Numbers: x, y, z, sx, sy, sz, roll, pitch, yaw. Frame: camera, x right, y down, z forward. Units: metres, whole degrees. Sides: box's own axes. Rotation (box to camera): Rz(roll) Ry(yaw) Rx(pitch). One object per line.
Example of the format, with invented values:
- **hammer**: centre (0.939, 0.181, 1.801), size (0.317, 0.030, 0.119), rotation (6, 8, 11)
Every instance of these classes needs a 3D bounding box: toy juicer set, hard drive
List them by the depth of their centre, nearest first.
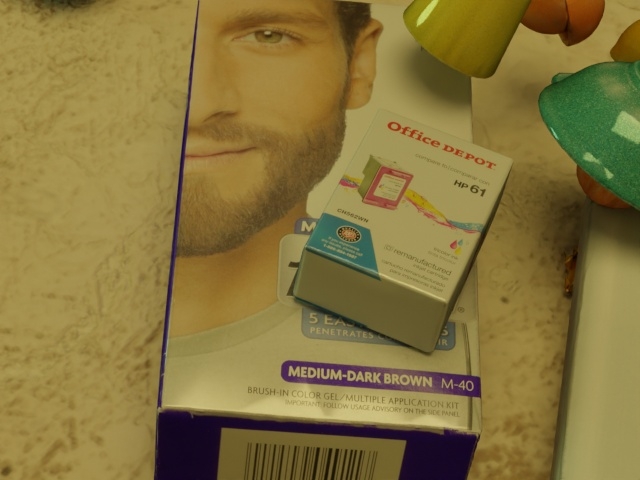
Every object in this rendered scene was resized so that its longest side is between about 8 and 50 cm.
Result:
- **hard drive**: centre (0.258, 0.101, 1.123), size (0.233, 0.047, 0.353), rotation (14, 41, 2)
- **toy juicer set**: centre (0.215, -0.067, 1.223), size (0.329, 0.089, 0.209), rotation (41, 27, 12)

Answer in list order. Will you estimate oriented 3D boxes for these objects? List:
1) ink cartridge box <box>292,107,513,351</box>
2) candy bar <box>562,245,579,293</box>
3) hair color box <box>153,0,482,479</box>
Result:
- **ink cartridge box**: centre (0.049, -0.008, 1.102), size (0.088, 0.052, 0.122), rotation (22, 50, 8)
- **candy bar**: centre (0.235, 0.037, 1.244), size (0.161, 0.018, 0.040), rotation (14, 51, 3)
- **hair color box**: centre (0.000, 0.000, 1.189), size (0.185, 0.110, 0.339), rotation (4, 50, -4)
